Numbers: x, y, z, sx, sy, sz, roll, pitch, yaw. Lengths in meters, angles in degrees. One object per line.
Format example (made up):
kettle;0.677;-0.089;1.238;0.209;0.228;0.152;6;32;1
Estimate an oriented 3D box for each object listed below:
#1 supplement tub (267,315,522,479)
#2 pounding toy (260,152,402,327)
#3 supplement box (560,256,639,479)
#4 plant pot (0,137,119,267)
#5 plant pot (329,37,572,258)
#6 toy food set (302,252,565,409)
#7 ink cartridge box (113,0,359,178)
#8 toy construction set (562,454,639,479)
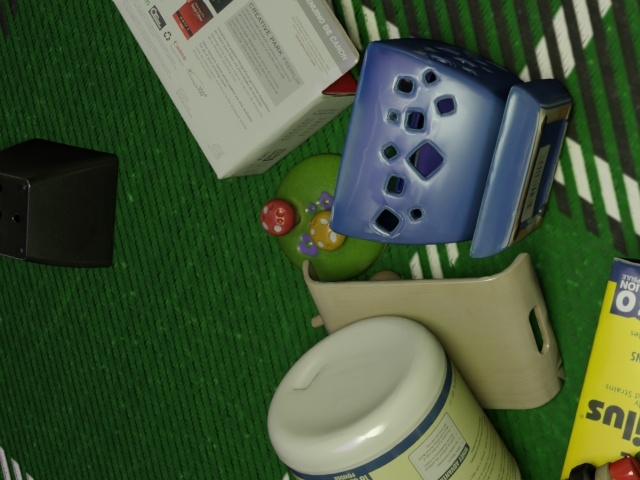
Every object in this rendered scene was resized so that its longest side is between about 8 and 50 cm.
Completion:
supplement tub;0.108;0.280;1.303;0.235;0.235;0.324;-17;120;31
pounding toy;0.000;0.000;1.450;0.183;0.110;0.236;-20;88;31
supplement box;0.398;0.214;1.169;0.194;0.195;0.356;14;95;29
plant pot;-0.451;-0.053;1.671;0.188;0.167;0.187;14;104;29
plant pot;0.168;-0.107;1.270;0.212;0.236;0.235;18;106;20
toy food set;0.144;0.109;1.366;0.306;0.092;0.219;-3;127;27
ink cartridge box;-0.091;-0.287;1.443;0.272;0.130;0.309;-35;80;28
toy construction set;0.310;0.338;0.965;0.309;0.237;0.257;-7;84;27
